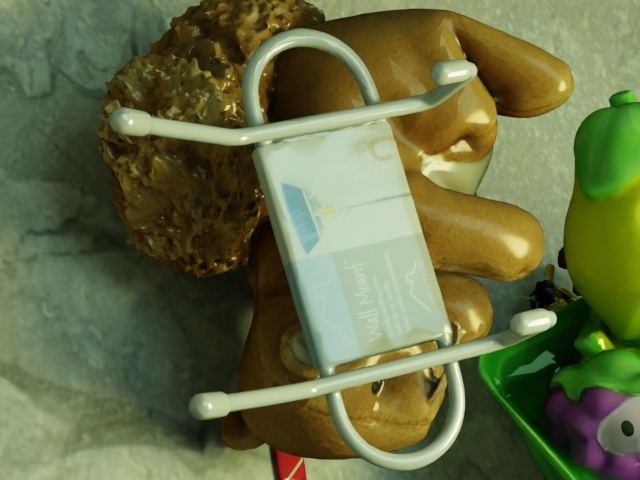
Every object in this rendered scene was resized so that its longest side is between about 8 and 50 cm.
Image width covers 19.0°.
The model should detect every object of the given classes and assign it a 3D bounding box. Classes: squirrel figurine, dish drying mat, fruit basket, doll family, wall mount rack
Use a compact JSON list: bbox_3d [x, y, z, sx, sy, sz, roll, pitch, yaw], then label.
[{"bbox_3d":[-0.020,-0.012,1.597,0.397,0.281,0.370,27,61,-12],"label":"squirrel figurine"},{"bbox_3d":[-0.028,0.167,1.628,0.032,0.008,0.083,11,61,-40],"label":"dish drying mat"},{"bbox_3d":[0.328,0.067,1.635,0.392,0.392,0.283,17,23,-38],"label":"fruit basket"},{"bbox_3d":[0.247,0.089,1.891,0.111,0.076,0.193,36,38,-52],"label":"doll family"},{"bbox_3d":[0.000,0.000,1.386,0.304,0.130,0.350,-13,80,-25],"label":"wall mount rack"}]
